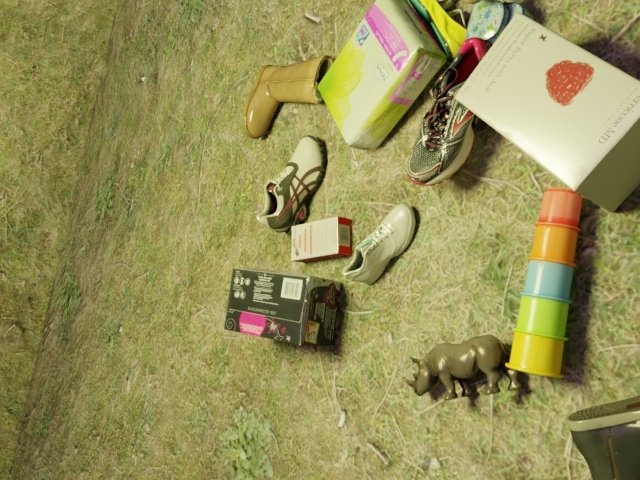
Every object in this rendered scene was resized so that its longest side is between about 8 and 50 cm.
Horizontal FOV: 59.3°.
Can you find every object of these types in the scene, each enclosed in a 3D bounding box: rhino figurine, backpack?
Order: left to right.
[{"bbox_3d":[0.255,0.246,1.072,0.243,0.073,0.106,-24,69,42],"label":"rhino figurine"},{"bbox_3d":[0.351,-0.420,1.111,0.114,0.084,0.105,20,99,43],"label":"backpack"}]

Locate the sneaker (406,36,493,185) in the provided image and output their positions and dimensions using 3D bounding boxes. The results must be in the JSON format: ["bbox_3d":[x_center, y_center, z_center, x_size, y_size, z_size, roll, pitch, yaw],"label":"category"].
[{"bbox_3d":[0.247,-0.249,1.097,0.121,0.112,0.299,32,99,40],"label":"sneaker"}]

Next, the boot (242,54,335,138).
[{"bbox_3d":[-0.096,-0.396,1.570,0.270,0.089,0.236,14,92,46],"label":"boot"}]

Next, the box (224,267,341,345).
[{"bbox_3d":[-0.092,0.159,1.380,0.247,0.142,0.163,4,84,35],"label":"box"}]

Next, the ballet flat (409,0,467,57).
[{"bbox_3d":[0.265,-0.495,1.236,0.077,0.077,0.231,-31,61,14],"label":"ballet flat"}]

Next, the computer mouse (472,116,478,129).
[{"bbox_3d":[0.302,-0.284,1.164,0.106,0.042,0.193,18,90,40],"label":"computer mouse"}]

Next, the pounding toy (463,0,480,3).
[{"bbox_3d":[0.366,-0.548,1.082,0.110,0.237,0.183,30,134,5],"label":"pounding toy"}]

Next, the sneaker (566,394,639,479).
[{"bbox_3d":[0.494,0.294,0.824,0.222,0.083,0.118,-24,83,33],"label":"sneaker"}]

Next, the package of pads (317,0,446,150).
[{"bbox_3d":[0.133,-0.381,1.299,0.296,0.101,0.229,-50,49,38],"label":"package of pads"}]

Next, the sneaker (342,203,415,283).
[{"bbox_3d":[0.126,0.009,1.243,0.212,0.094,0.080,-59,45,19],"label":"sneaker"}]

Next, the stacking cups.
[{"bbox_3d":[0.383,0.068,0.959,0.096,0.096,0.316,4,85,47],"label":"stacking cups"}]

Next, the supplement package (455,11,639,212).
[{"bbox_3d":[0.409,-0.214,0.937,0.177,0.175,0.293,-55,48,22],"label":"supplement package"}]

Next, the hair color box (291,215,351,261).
[{"bbox_3d":[0.000,0.000,1.406,0.167,0.053,0.093,-10,75,43],"label":"hair color box"}]

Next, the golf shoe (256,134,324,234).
[{"bbox_3d":[-0.075,-0.151,1.471,0.105,0.120,0.272,21,95,48],"label":"golf shoe"}]
